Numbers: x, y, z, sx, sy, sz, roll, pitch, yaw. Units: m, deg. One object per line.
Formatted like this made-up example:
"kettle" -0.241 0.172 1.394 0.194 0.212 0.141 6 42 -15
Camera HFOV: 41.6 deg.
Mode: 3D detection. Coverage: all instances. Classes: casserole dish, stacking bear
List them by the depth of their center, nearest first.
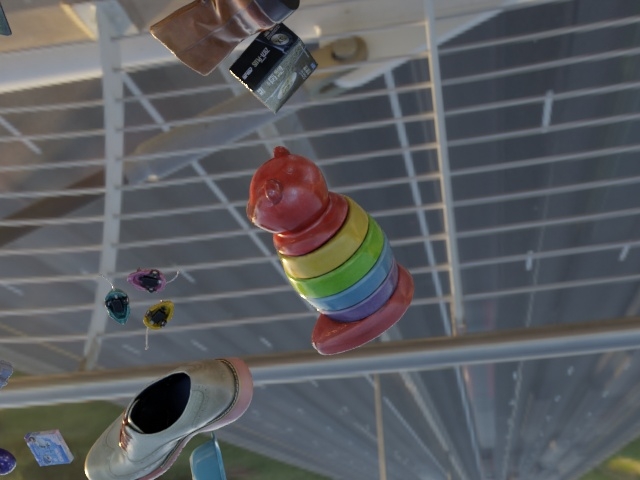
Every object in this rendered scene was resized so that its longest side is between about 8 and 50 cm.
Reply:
"casserole dish" -0.121 0.321 0.989 0.036 0.189 0.114 -12 159 -8
"stacking bear" 0.000 0.000 1.192 0.164 0.175 0.289 -16 129 29

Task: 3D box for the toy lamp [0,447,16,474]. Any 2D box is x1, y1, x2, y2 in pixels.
"toy lamp" -0.733 0.557 1.758 0.080 0.275 0.080 4 120 7

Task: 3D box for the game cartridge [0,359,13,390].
"game cartridge" -0.718 0.298 1.505 0.294 0.060 0.196 -46 139 13

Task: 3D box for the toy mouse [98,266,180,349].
"toy mouse" -0.306 0.087 1.400 0.143 0.031 0.161 32 110 -21

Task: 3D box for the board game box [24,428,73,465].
"board game box" -0.647 0.494 2.005 0.090 0.020 0.090 -12 115 18

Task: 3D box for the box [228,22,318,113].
"box" -0.096 -0.367 1.786 0.147 0.077 0.180 -47 167 3

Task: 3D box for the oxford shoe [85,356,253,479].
"oxford shoe" -0.299 0.309 1.442 0.397 0.141 0.146 -40 149 25

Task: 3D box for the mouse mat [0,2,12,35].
"mouse mat" -0.764 -0.519 1.822 0.152 0.007 0.190 9 150 3

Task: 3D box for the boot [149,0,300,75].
"boot" -0.216 -0.452 1.532 0.280 0.096 0.264 -21 135 40
